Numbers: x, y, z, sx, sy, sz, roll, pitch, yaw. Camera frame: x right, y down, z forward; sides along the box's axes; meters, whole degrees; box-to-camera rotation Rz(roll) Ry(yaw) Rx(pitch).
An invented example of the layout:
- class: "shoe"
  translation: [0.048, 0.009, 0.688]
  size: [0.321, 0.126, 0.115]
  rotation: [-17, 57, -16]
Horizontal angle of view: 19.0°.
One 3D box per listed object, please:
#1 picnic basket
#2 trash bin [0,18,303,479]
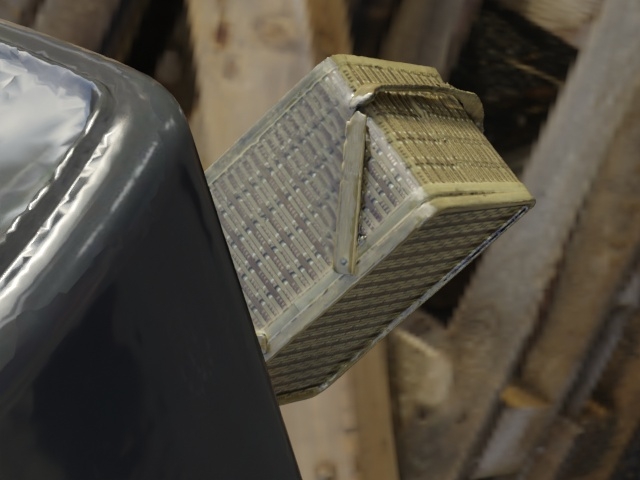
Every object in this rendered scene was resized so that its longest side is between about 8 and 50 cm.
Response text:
- class: "picnic basket"
  translation: [0.000, 0.000, 0.818]
  size: [0.164, 0.115, 0.079]
  rotation: [-42, 72, 24]
- class: "trash bin"
  translation: [-0.100, 0.098, 0.479]
  size: [0.182, 0.209, 0.290]
  rotation: [21, 142, 28]
